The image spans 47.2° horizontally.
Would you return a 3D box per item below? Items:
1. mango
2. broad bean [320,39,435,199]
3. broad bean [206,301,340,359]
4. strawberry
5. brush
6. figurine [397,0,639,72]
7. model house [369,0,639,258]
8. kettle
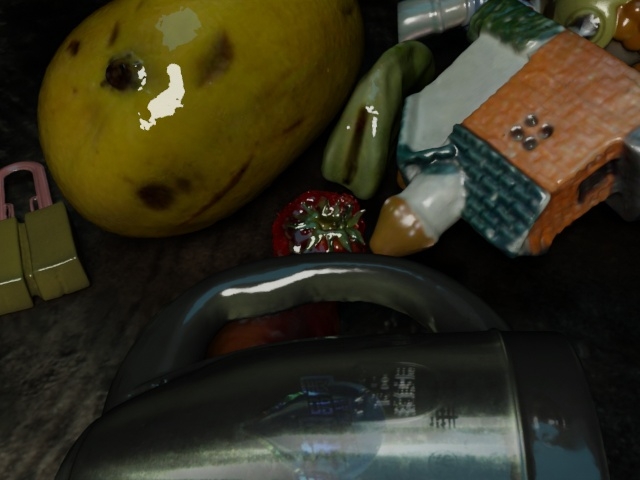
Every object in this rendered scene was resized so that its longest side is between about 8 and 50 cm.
[{"bbox_3d":[-0.091,-0.159,0.777,0.220,0.301,0.445,46,37,6],"label":"mango"},{"bbox_3d":[0.069,-0.146,0.833,0.072,0.153,0.207,25,62,7],"label":"broad bean"},{"bbox_3d":[-0.043,0.101,0.627,0.114,0.084,0.165,12,52,12],"label":"broad bean"},{"bbox_3d":[-0.001,0.000,0.727,0.106,0.106,0.106,-2,44,2],"label":"strawberry"},{"bbox_3d":[-0.324,-0.024,0.798,0.103,0.047,0.233,-17,45,-14],"label":"brush"},{"bbox_3d":[0.285,-0.299,0.907,0.381,0.205,0.224,-5,9,-8],"label":"figurine"},{"bbox_3d":[0.177,-0.064,0.751,0.301,0.190,0.271,-38,56,-5],"label":"model house"},{"bbox_3d":[-0.009,0.139,0.479,0.324,0.228,0.321,-3,55,7],"label":"kettle"}]
